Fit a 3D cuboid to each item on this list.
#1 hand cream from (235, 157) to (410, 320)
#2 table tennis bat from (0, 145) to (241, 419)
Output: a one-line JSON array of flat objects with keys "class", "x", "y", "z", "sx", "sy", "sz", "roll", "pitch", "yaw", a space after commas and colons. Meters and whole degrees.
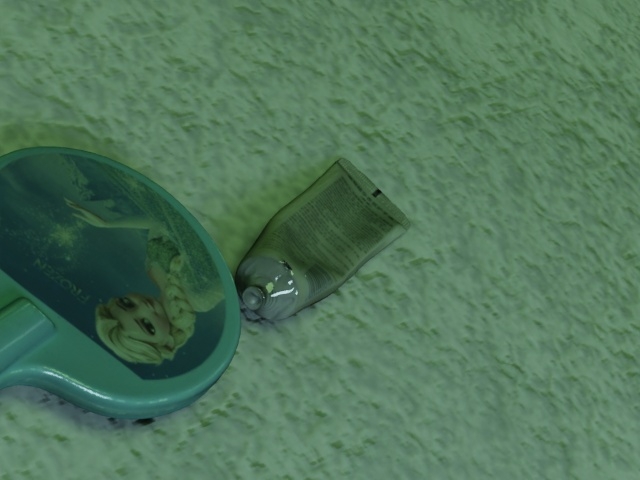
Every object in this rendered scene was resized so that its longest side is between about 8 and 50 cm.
[{"class": "hand cream", "x": 0.000, "y": 0.000, "z": 0.880, "sx": 0.057, "sy": 0.037, "sz": 0.165, "roll": 45, "pitch": 31, "yaw": 2}, {"class": "table tennis bat", "x": -0.123, "y": 0.031, "z": 0.738, "sx": 0.149, "sy": 0.038, "sz": 0.237, "roll": 47, "pitch": 36, "yaw": 3}]
